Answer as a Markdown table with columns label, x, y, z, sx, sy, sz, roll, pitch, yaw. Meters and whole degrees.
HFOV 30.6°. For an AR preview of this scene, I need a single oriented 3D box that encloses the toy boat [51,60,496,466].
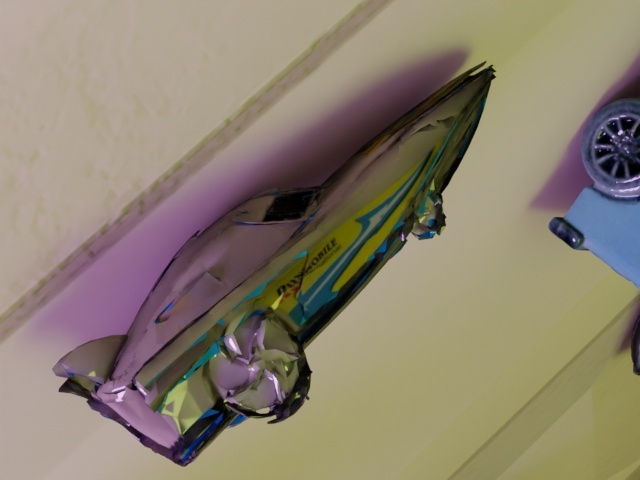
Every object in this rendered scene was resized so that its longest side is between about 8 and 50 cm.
| label | x | y | z | sx | sy | sz | roll | pitch | yaw |
| --- | --- | --- | --- | --- | --- | --- | --- | --- | --- |
| toy boat | 0.000 | 0.000 | 0.423 | 0.210 | 0.066 | 0.084 | -45 | -173 | -23 |

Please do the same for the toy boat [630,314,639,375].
| label | x | y | z | sx | sy | sz | roll | pitch | yaw |
| --- | --- | --- | --- | --- | --- | --- | --- | --- | --- |
| toy boat | 0.276 | 0.062 | 0.878 | 0.060 | 0.060 | 0.137 | -11 | 137 | -16 |

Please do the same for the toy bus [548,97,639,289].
| label | x | y | z | sx | sy | sz | roll | pitch | yaw |
| --- | --- | --- | --- | --- | --- | --- | --- | --- | --- |
| toy bus | 0.262 | -0.070 | 0.575 | 0.133 | 0.165 | 0.271 | 3 | 125 | -55 |
